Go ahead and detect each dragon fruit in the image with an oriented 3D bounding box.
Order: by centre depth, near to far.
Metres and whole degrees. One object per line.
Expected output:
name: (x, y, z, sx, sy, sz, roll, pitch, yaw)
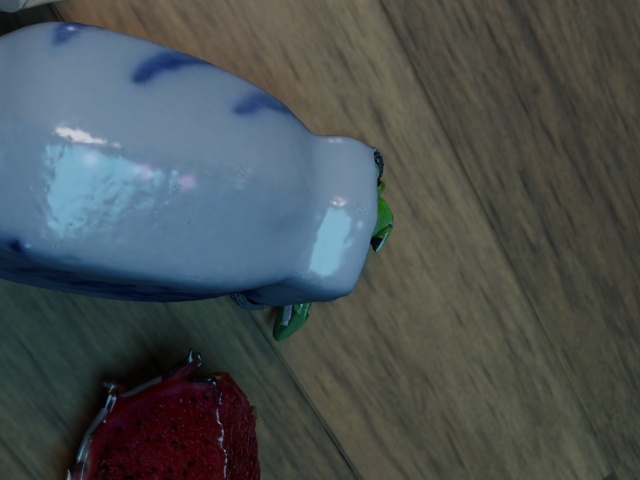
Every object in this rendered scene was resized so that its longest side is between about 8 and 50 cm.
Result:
dragon fruit: (-0.144, 0.227, 1.230, 0.161, 0.126, 0.274, 0, 94, 12)

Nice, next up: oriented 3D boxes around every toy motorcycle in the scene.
toy motorcycle: (0.000, 0.000, 1.235, 0.190, 0.074, 0.106, -47, 132, -3)

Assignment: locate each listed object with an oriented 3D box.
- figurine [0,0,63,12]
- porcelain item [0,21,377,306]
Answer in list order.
figurine: (-0.228, -0.285, 0.950, 0.163, 0.141, 0.236, 1, 112, 16)
porcelain item: (-0.168, -0.054, 1.019, 0.405, 0.242, 0.178, 12, 80, -27)
